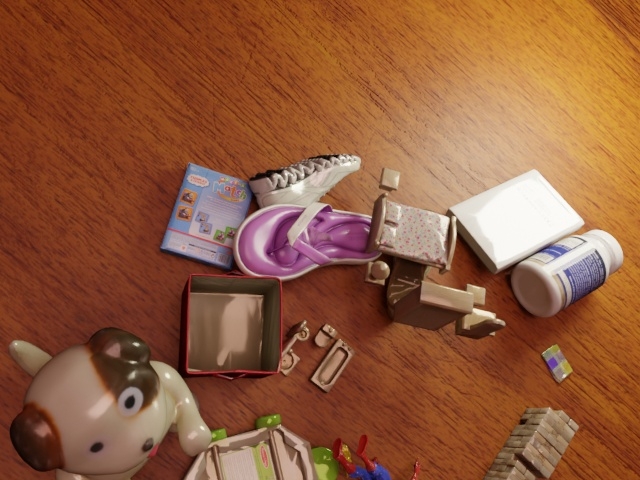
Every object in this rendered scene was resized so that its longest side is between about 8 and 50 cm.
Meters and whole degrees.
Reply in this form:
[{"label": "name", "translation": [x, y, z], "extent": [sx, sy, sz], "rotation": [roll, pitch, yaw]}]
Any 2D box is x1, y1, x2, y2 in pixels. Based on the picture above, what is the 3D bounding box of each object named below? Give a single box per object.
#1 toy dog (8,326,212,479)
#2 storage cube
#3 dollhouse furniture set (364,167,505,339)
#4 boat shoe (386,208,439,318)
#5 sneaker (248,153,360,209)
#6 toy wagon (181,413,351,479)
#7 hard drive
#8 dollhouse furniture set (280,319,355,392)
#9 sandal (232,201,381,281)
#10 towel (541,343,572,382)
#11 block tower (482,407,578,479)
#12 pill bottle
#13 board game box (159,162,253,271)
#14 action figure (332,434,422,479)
[{"label": "toy dog", "translation": [-0.366, 0.277, 1.040], "extent": [0.284, 0.408, 0.395], "rotation": [-39, 89, -24]}, {"label": "storage cube", "translation": [-0.188, 0.181, 1.242], "extent": [0.183, 0.193, 0.215], "rotation": [3, 73, -17]}, {"label": "dollhouse furniture set", "translation": [0.274, 0.007, 1.356], "extent": [0.303, 0.174, 0.356], "rotation": [15, 67, -10]}, {"label": "boat shoe", "translation": [0.219, 0.052, 1.476], "extent": [0.104, 0.089, 0.285], "rotation": [24, 65, 6]}, {"label": "sneaker", "translation": [-0.028, -0.132, 1.443], "extent": [0.292, 0.110, 0.118], "rotation": [-21, 105, -26]}, {"label": "toy wagon", "translation": [-0.099, 0.499, 1.248], "extent": [0.344, 0.068, 0.267], "rotation": [-10, 78, -21]}, {"label": "hard drive", "translation": [0.506, -0.056, 1.584], "extent": [0.307, 0.040, 0.203], "rotation": [-24, 64, -22]}, {"label": "dollhouse furniture set", "translation": [-0.006, 0.247, 1.318], "extent": [0.151, 0.123, 0.144], "rotation": [39, 67, -4]}, {"label": "sandal", "translation": [-0.004, -0.015, 1.347], "extent": [0.416, 0.102, 0.169], "rotation": [-8, 78, -40]}, {"label": "towel", "translation": [0.605, 0.314, 1.557], "extent": [0.060, 0.009, 0.083], "rotation": [-27, 85, -22]}, {"label": "block tower", "translation": [0.459, 0.533, 1.404], "extent": [0.091, 0.097, 0.335], "rotation": [44, 65, -2]}, {"label": "pill bottle", "translation": [0.632, 0.077, 1.555], "extent": [0.264, 0.153, 0.153], "rotation": [-24, 83, -22]}, {"label": "board game box", "translation": [-0.251, -0.053, 1.371], "extent": [0.160, 0.039, 0.211], "rotation": [18, 70, -12]}, {"label": "action figure", "translation": [0.133, 0.482, 1.294], "extent": [0.280, 0.091, 0.139], "rotation": [59, 31, -28]}]
